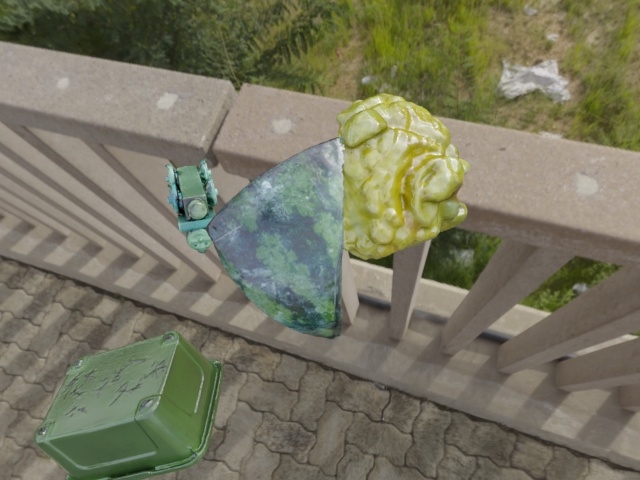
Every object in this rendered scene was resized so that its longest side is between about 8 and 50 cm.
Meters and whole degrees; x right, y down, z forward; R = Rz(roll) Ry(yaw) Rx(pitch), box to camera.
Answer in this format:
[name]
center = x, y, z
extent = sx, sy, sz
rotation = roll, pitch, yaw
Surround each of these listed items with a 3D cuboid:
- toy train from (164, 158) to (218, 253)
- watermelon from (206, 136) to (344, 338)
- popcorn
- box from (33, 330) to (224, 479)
[toy train]
center = -0.328, -0.089, 1.195
extent = 0.120, 0.194, 0.298
rotation = -10, 28, -15
[watermelon]
center = 0.006, 0.002, 0.526
extent = 0.202, 0.136, 0.207
rotation = -36, 105, -43
[popcorn]
center = 0.120, -0.110, 0.756
extent = 0.234, 0.250, 0.241
rotation = 15, 34, 40
[box]
center = -0.389, 0.338, 0.941
extent = 0.328, 0.178, 0.253
rotation = -20, 36, 13
